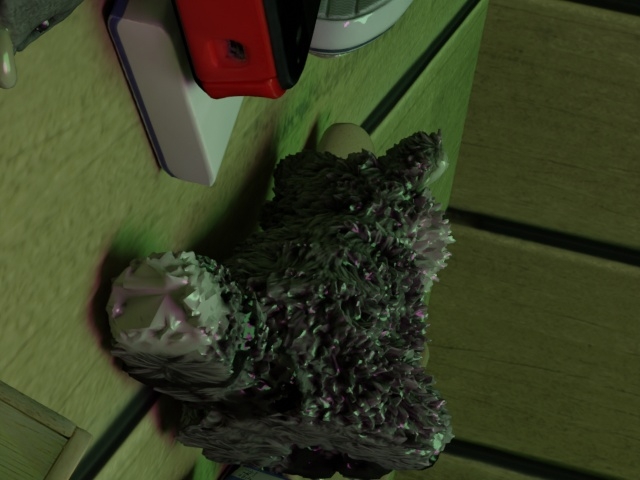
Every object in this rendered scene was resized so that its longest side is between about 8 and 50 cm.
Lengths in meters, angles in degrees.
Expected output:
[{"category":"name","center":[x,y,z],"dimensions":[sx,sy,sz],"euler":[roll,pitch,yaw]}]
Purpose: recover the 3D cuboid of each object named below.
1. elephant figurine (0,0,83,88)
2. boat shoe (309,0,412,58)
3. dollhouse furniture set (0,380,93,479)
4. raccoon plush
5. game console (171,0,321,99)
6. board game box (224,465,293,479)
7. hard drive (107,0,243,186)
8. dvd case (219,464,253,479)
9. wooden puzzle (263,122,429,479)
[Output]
[{"category":"elephant figurine","center":[-0.115,-0.144,0.608],"dimensions":[0.169,0.186,0.239],"euler":[63,-17,20]},{"category":"boat shoe","center":[0.033,-0.216,1.358],"dimensions":[0.302,0.109,0.094],"euler":[-67,168,-55]},{"category":"dollhouse furniture set","center":[-0.205,0.124,0.550],"dimensions":[0.242,0.161,0.212],"euler":[-56,-176,38]},{"category":"raccoon plush","center":[0.000,0.000,1.247],"dimensions":[0.446,0.216,0.299],"euler":[72,23,-68]},{"category":"game console","center":[-0.027,-0.295,0.889],"dimensions":[0.386,0.060,0.342],"euler":[80,19,-63]},{"category":"board game box","center":[-0.111,0.346,1.289],"dimensions":[0.347,0.078,0.233],"euler":[-31,134,-67]},{"category":"hard drive","center":[-0.051,-0.222,1.068],"dimensions":[0.210,0.040,0.318],"euler":[79,26,-66]},{"category":"dvd case","center":[-0.109,0.323,1.514],"dimensions":[0.238,0.030,0.179],"euler":[-48,150,-68]},{"category":"wooden puzzle","center":[0.002,0.110,1.611],"dimensions":[0.347,0.081,0.322],"euler":[70,32,-44]}]
